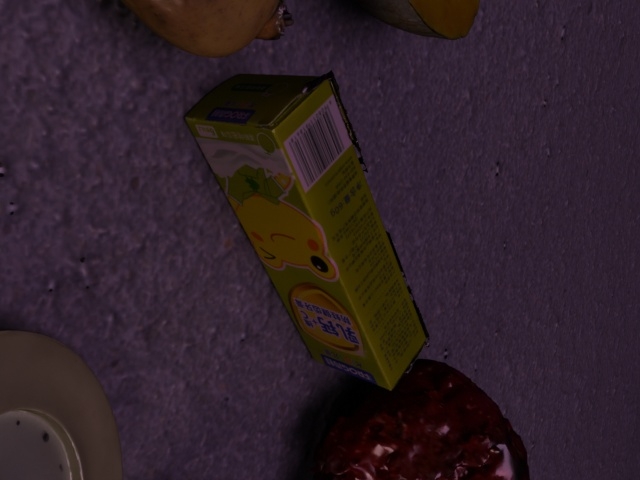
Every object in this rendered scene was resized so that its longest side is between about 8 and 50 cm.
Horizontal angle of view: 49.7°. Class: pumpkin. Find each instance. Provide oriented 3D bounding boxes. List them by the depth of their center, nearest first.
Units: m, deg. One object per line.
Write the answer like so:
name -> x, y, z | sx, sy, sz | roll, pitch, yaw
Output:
pumpkin -> 0.070, -0.289, 0.651 | 0.217, 0.110, 0.217 | 3, 86, -48

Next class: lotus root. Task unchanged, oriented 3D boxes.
lotus root -> -0.086, -0.201, 0.484 | 0.221, 0.118, 0.125 | 32, 94, -45

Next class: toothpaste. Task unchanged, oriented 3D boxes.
toothpaste -> 0.000, 0.000, 0.638 | 0.077, 0.110, 0.327 | -49, 133, -30

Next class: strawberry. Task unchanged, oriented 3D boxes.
strawberry -> 0.121, 0.265, 0.769 | 0.274, 0.220, 0.274 | -11, 105, -48

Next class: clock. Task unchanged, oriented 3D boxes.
clock -> -0.205, 0.174, 0.440 | 0.235, 0.029, 0.235 | -6, 90, -71
